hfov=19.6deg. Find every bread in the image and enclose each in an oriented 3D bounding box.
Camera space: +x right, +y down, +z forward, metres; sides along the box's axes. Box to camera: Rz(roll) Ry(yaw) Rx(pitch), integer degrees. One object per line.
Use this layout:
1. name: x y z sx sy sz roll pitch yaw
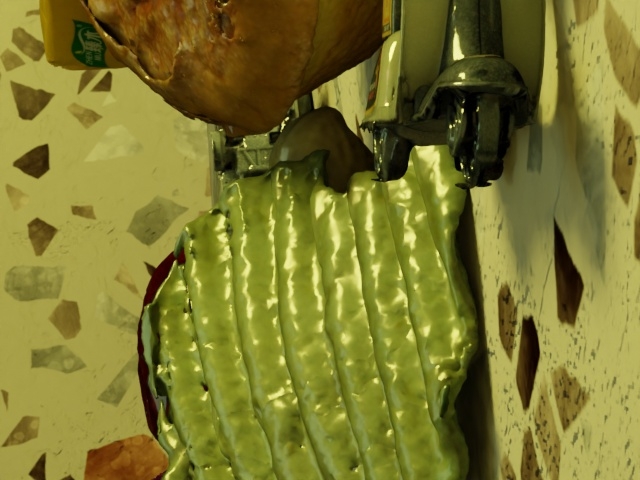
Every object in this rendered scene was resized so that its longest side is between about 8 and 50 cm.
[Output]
1. bread: -0.078 -0.274 1.465 0.337 0.204 0.358 20 126 45

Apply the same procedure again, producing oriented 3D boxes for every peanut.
1. peanut: 0.000 0.000 1.565 0.110 0.120 0.236 -91 -2 -61

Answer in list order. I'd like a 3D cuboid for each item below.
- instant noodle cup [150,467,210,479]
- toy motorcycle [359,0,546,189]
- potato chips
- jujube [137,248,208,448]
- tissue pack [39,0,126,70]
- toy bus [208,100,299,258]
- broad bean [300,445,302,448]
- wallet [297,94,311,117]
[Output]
1. instant noodle cup: -0.114 0.373 2.206 0.190 0.251 0.251 61 -155 -88
2. toy motorcycle: 0.076 -0.107 1.068 0.263 0.091 0.157 -168 79 -84
3. potato chips: 0.003 0.107 1.377 0.373 0.097 0.389 -12 75 52
4. jujube: -0.128 0.118 2.097 0.183 0.183 0.243 125 153 -78
5. tissue pack: -0.196 -0.388 2.202 0.382 0.293 0.228 102 163 -62
6. toy bus: -0.057 -0.009 1.877 0.138 0.097 0.342 100 165 -80
7. broad bean: -0.027 0.138 1.990 0.318 0.056 0.098 -79 -24 -54
8. wallet: -0.056 -0.067 2.183 0.406 0.062 0.228 95 168 -53
